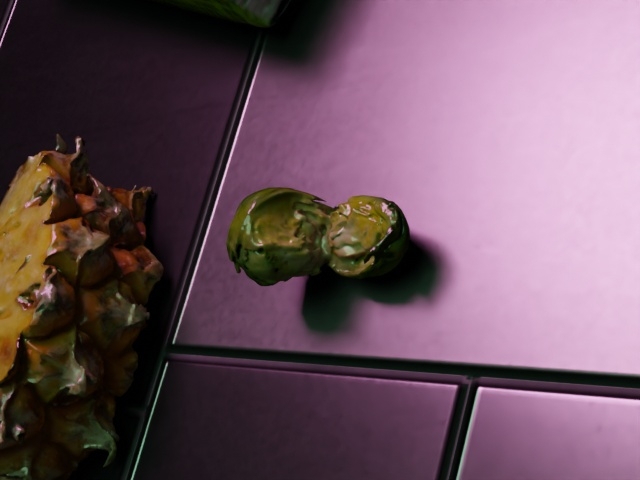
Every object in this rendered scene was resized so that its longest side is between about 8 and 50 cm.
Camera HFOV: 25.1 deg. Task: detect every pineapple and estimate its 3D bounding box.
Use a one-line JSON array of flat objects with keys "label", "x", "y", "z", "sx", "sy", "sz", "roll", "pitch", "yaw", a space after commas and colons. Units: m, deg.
[{"label": "pineapple", "x": -0.153, "y": 0.073, "z": 0.723, "sx": 0.233, "sy": 0.079, "sz": 0.135, "roll": -55, "pitch": 36, "yaw": 9}]

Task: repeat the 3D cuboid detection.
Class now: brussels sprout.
[{"label": "brussels sprout", "x": 0.001, "y": 0.000, "z": 0.654, "sx": 0.083, "sy": 0.051, "sz": 0.046, "roll": 5, "pitch": 99, "yaw": 16}]

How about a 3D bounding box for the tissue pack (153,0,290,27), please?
[{"label": "tissue pack", "x": -0.075, "y": -0.221, "z": 0.820, "sx": 0.235, "sy": 0.073, "sz": 0.173, "roll": 24, "pitch": 82, "yaw": 44}]
